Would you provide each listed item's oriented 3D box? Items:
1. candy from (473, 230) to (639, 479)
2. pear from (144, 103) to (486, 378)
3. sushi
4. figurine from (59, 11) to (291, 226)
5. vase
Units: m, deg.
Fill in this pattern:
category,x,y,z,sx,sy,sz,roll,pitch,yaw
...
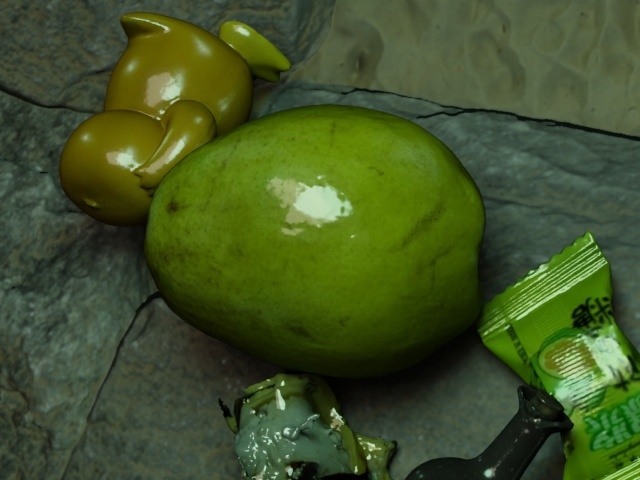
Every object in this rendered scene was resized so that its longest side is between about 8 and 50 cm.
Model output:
category,x,y,z,sx,sy,sz,roll,pitch,yaw
candy,0.239,0.126,1.617,0.149,0.069,0.246,-29,62,4
pear,0.000,0.000,1.654,0.307,0.253,0.253,-1,67,9
sushi,0.006,0.242,1.621,0.139,0.131,0.291,-27,54,12
figurine,-0.155,-0.115,1.790,0.215,0.215,0.228,2,73,21
vase,0.148,0.209,1.570,0.120,0.120,0.183,43,105,30
